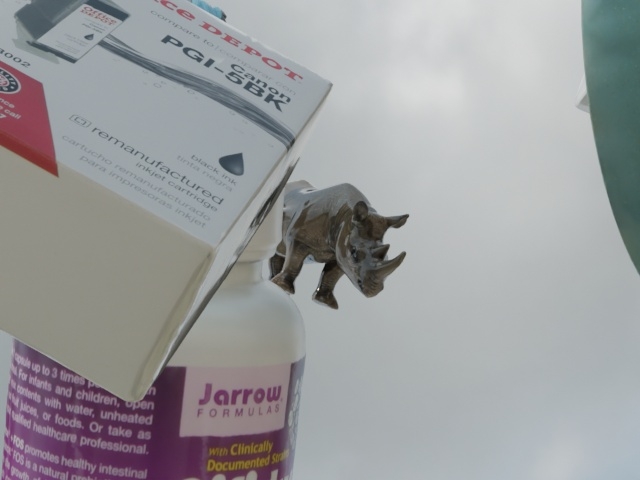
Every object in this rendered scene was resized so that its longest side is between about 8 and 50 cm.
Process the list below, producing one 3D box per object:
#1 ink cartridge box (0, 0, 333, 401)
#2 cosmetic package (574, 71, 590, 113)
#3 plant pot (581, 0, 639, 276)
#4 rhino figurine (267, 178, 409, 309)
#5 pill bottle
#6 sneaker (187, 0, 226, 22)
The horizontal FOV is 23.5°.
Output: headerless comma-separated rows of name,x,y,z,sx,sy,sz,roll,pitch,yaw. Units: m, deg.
ink cartridge box,-0.063,-0.027,0.450,0.099,0.135,0.056,29,-62,0
cosmetic package,0.417,-0.290,1.362,0.230,0.453,0.161,23,-21,0
plant pot,0.317,-0.110,0.919,0.235,0.293,0.293,-6,-39,30
rhino figurine,0.000,0.000,1.329,0.073,0.243,0.106,22,-97,-31
pill bottle,-0.096,0.107,0.888,0.169,0.169,0.301,3,-82,-23
sneaker,-0.176,-0.128,1.322,0.125,0.262,0.104,25,-48,-5
